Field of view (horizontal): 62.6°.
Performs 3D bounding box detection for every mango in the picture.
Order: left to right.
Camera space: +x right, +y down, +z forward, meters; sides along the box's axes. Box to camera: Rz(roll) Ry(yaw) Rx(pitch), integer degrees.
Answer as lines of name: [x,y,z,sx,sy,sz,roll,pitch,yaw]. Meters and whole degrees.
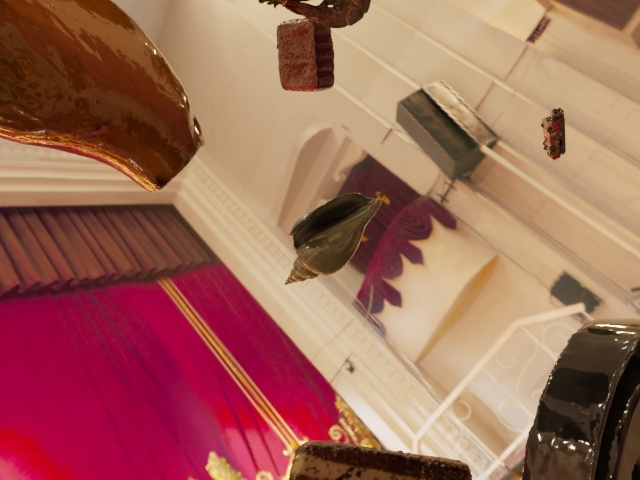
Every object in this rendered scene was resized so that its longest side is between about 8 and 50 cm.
mango: [-0.254,-0.170,0.506,0.143,0.187,0.359,-19,-23,27]

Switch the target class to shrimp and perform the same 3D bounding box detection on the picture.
shrimp: [-0.009,-0.402,0.868,0.042,0.190,0.102,-95,3,-87]

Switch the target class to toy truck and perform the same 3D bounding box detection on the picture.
toy truck: [0.354,-0.161,0.797,0.031,0.024,0.083,-24,-51,7]

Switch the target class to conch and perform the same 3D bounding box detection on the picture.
conch: [0.002,-0.002,0.685,0.180,0.088,0.065,-47,13,23]

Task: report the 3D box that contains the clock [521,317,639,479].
clock: [0.291,0.225,0.503,0.312,0.061,0.313,-1,-89,-41]

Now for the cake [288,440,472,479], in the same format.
cake: [0.088,0.318,0.659,0.246,0.135,0.112,28,-119,-37]

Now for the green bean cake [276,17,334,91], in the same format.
green bean cake: [-0.028,-0.359,1.026,0.056,0.135,0.136,-19,-65,-35]
